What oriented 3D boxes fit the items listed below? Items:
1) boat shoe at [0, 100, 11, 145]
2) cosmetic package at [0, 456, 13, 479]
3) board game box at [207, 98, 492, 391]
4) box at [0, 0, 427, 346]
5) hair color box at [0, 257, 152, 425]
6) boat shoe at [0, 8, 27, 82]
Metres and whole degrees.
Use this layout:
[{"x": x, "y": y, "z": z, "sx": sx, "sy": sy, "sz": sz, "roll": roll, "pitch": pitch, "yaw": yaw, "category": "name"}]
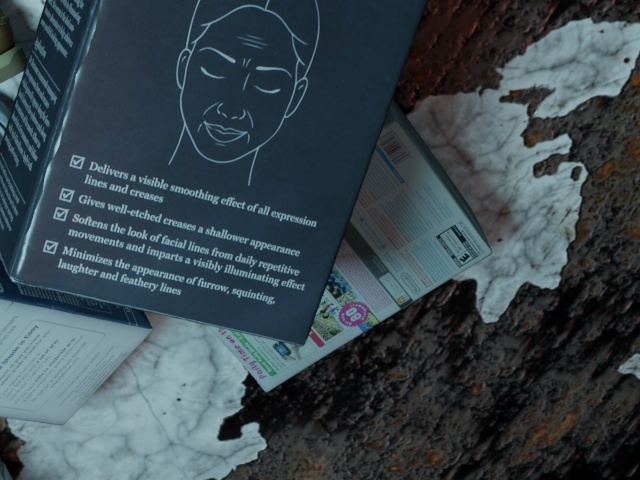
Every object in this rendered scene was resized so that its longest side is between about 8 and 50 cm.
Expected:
[{"x": -0.461, "y": -0.043, "z": 1.676, "sx": 0.335, "sy": 0.119, "sz": 0.121, "roll": -21, "pitch": 127, "yaw": 3, "category": "boat shoe"}, {"x": -0.433, "y": 0.330, "z": 1.937, "sx": 0.151, "sy": 0.151, "sz": 0.184, "roll": -17, "pitch": 129, "yaw": 0, "category": "cosmetic package"}, {"x": 0.000, "y": 0.000, "z": 1.827, "sx": 0.303, "sy": 0.097, "sz": 0.224, "roll": -32, "pitch": 125, "yaw": 9, "category": "board game box"}, {"x": -0.110, "y": -0.142, "z": 1.558, "sx": 0.293, "sy": 0.212, "sz": 0.396, "roll": 15, "pitch": 104, "yaw": -23, "category": "box"}, {"x": -0.362, "y": 0.084, "z": 1.726, "sx": 0.174, "sy": 0.105, "sz": 0.347, "roll": -46, "pitch": 144, "yaw": 22, "category": "hair color box"}, {"x": -0.432, "y": -0.144, "z": 1.583, "sx": 0.307, "sy": 0.110, "sz": 0.104, "roll": -31, "pitch": 102, "yaw": -25, "category": "boat shoe"}]
